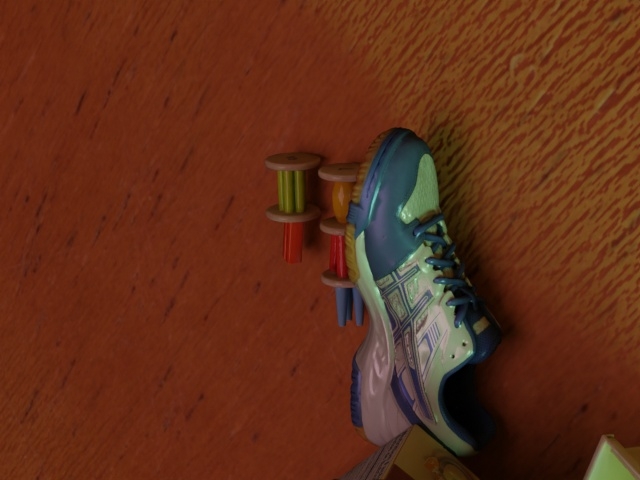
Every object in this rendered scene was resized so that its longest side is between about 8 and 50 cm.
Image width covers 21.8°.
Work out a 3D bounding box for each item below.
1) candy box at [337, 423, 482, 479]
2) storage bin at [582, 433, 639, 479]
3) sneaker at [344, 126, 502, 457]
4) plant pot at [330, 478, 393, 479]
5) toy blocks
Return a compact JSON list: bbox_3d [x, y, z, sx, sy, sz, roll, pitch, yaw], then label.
[{"bbox_3d":[0.049,0.313,1.507,0.183,0.087,0.316,41,133,-7],"label":"candy box"},{"bbox_3d":[0.286,0.323,1.248,0.260,0.123,0.262,51,133,44],"label":"storage bin"},{"bbox_3d":[0.100,0.047,1.431,0.131,0.112,0.296,10,116,32],"label":"sneaker"},{"bbox_3d":[0.073,0.320,1.268,0.276,0.276,0.253,6,86,44],"label":"plant pot"},{"bbox_3d":[0.000,0.000,1.539,0.123,0.054,0.148,13,111,42],"label":"toy blocks"}]
